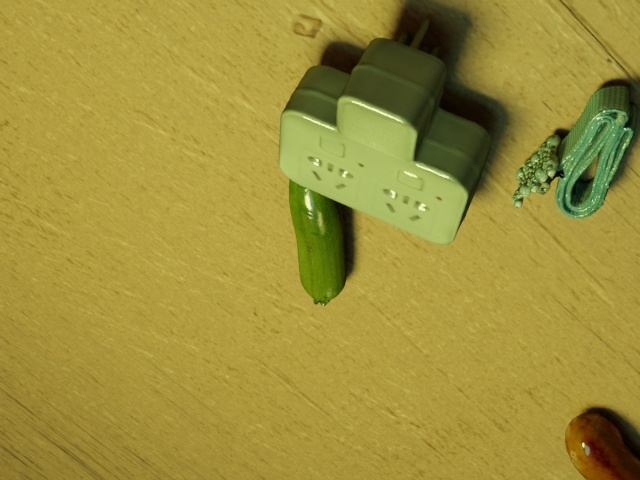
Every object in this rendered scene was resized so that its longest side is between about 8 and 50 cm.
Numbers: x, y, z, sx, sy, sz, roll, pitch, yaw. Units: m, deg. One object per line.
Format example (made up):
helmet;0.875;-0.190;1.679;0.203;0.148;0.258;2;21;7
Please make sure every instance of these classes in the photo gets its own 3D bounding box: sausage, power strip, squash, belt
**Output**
sausage;0.444;0.339;1.892;0.302;0.076;0.103;35;133;-11
power strip;0.080;-0.134;1.562;0.229;0.141;0.261;23;155;8
squash;0.000;0.000;1.781;0.069;0.069;0.258;12;139;19
belt;0.281;-0.100;1.512;0.100;0.065;0.179;17;139;0
